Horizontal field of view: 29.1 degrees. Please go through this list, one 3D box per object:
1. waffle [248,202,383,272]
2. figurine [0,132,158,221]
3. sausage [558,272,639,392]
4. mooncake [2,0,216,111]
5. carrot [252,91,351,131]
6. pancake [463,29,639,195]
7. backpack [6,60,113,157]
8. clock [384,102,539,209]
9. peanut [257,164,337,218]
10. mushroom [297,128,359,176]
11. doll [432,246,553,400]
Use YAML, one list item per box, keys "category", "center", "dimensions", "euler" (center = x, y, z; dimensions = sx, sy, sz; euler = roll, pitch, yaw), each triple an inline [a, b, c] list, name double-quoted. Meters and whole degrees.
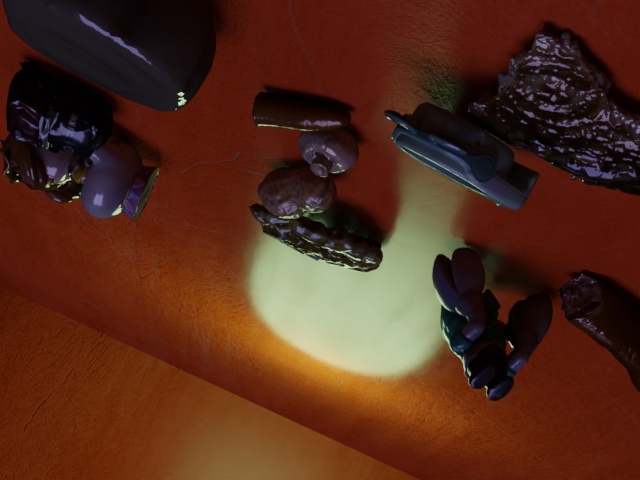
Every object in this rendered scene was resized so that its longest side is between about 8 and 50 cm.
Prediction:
- category: "waffle"
  center: [0.000, 0.003, 1.953]
  dimensions: [0.204, 0.054, 0.223]
  euler: [15, 174, 15]
- category: "figurine"
  center: [-0.407, -0.124, 2.032]
  dimensions: [0.263, 0.142, 0.189]
  euler: [22, 140, 0]
- category: "sausage"
  center: [0.453, 0.149, 1.794]
  dimensions: [0.302, 0.076, 0.103]
  euler: [41, 164, -36]
- category: "mooncake"
  center: [-0.244, -0.265, 1.466]
  dimensions: [0.275, 0.135, 0.275]
  euler: [25, 165, 7]
- category: "carrot"
  center: [-0.023, -0.163, 1.594]
  dimensions: [0.139, 0.048, 0.048]
  euler: [11, 157, 31]
- category: "pancake"
  center: [0.277, -0.140, 1.298]
  dimensions: [0.266, 0.057, 0.244]
  euler: [12, 150, 22]
- category: "backpack"
  center: [-0.405, -0.191, 1.895]
  dimensions: [0.165, 0.106, 0.120]
  euler: [22, 138, 9]
- category: "clock"
  center: [0.157, -0.103, 1.409]
  dimensions: [0.148, 0.060, 0.188]
  euler: [32, -177, 34]
- category: "peanut"
  center: [-0.033, -0.069, 1.809]
  dimensions: [0.080, 0.080, 0.174]
  euler: [35, 161, -27]
- category: "mushroom"
  center: [0.009, -0.120, 1.636]
  dimensions: [0.083, 0.067, 0.083]
  euler: [21, 154, 11]
- category: "doll"
  center: [0.261, 0.127, 1.829]
  dimensions: [0.195, 0.153, 0.258]
  euler: [25, -152, -44]
